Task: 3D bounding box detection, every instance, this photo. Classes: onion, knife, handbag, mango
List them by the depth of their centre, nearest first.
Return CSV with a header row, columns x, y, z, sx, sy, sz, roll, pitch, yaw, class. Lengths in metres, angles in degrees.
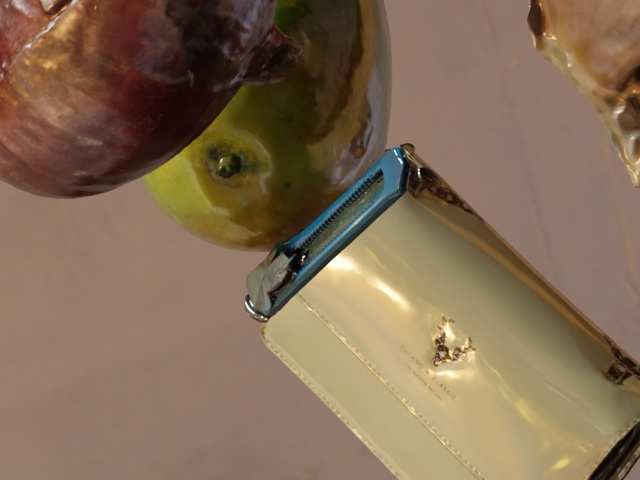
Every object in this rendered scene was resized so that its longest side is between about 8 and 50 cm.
x,y,z,sx,sy,sz,roll,pitch,yaw,class
-0.087,-0.073,0.819,0.151,0.098,0.206,22,-37,-18,onion
-0.002,0.000,1.295,0.026,0.044,0.296,9,-23,-19,knife
-0.043,-0.146,1.473,0.201,0.382,0.225,-16,-50,17,mango
0.134,0.112,1.787,0.160,0.358,0.237,-22,-31,-49,handbag

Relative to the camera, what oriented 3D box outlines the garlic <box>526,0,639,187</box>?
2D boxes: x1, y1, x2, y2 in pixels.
x,y,z,sx,sy,sz,roll,pitch,yaw,class
0.238,-0.162,1.163,0.210,0.237,0.292,13,-42,-20,garlic
